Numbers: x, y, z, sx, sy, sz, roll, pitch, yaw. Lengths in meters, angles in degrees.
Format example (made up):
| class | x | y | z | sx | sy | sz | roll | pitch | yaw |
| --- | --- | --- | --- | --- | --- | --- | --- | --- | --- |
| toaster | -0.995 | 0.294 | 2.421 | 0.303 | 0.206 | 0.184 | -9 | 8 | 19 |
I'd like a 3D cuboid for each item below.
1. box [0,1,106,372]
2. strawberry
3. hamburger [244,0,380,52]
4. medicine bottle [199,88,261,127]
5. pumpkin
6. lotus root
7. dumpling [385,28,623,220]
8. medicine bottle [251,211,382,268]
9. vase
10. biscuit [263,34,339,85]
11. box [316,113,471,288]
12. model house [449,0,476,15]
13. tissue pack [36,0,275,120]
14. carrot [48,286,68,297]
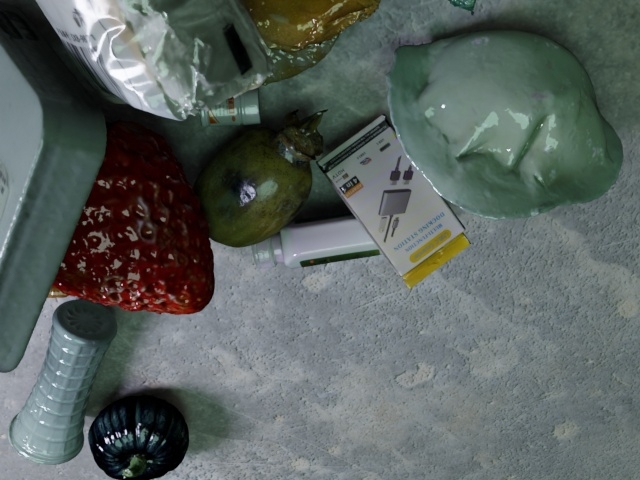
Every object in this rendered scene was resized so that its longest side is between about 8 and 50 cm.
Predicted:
| class | x | y | z | sx | sy | sz | roll | pitch | yaw |
| --- | --- | --- | --- | --- | --- | --- | --- | --- | --- |
| box | -0.444 | -0.080 | 1.215 | 0.111 | 0.396 | 0.397 | 7 | 120 | -42 |
| strawberry | -0.298 | -0.038 | 1.356 | 0.309 | 0.292 | 0.292 | 13 | 128 | -37 |
| hamburger | -0.037 | -0.380 | 1.183 | 0.244 | 0.163 | 0.244 | -6 | 131 | -8 |
| medicine bottle | -0.135 | -0.199 | 1.372 | 0.089 | 0.057 | 0.057 | -3 | 127 | 0 |
| pumpkin | -0.341 | 0.375 | 1.741 | 0.194 | 0.150 | 0.194 | -16 | 159 | -6 |
| lotus root | -0.087 | -0.093 | 1.393 | 0.154 | 0.154 | 0.278 | 35 | 125 | -25 |
| dumpling | 0.274 | -0.165 | 1.341 | 0.320 | 0.212 | 0.270 | -2 | 91 | 16 |
| medicine bottle | 0.000 | 0.000 | 1.492 | 0.219 | 0.115 | 0.078 | -9 | 88 | 4 |
| vase | -0.457 | 0.249 | 1.645 | 0.143 | 0.143 | 0.299 | 17 | 120 | -15 |
| biscuit | -0.124 | -0.286 | 1.320 | 0.289 | 0.038 | 0.141 | 12 | 126 | -9 |
| box | 0.116 | -0.060 | 1.412 | 0.129 | 0.033 | 0.247 | -37 | 92 | -2 |
| model house | 0.146 | -0.394 | 1.215 | 0.148 | 0.119 | 0.148 | 8 | 126 | 1 |
| tissue pack | -0.259 | -0.316 | 1.100 | 0.195 | 0.375 | 0.390 | -40 | 126 | -20 |
| carrot | -0.512 | 0.081 | 1.577 | 0.165 | 0.036 | 0.036 | 5 | 126 | -9 |
